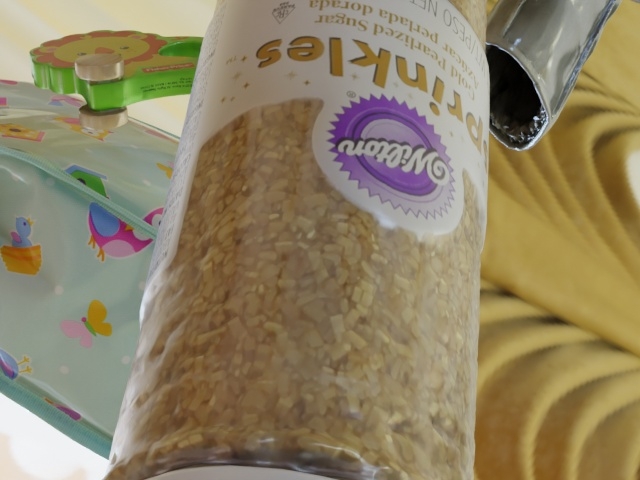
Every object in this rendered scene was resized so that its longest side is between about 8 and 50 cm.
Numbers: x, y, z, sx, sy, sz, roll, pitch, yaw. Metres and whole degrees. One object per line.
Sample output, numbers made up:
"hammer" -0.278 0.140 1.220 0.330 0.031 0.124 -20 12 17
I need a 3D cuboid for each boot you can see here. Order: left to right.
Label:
"boot" 0.168 -0.143 0.813 0.076 0.190 0.209 9 -115 31

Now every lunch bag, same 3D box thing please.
"lunch bag" -0.152 0.000 0.785 0.160 0.262 0.223 -57 -168 15

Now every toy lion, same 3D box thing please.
"toy lion" -0.093 -0.088 0.651 0.096 0.100 0.034 -131 -144 -59

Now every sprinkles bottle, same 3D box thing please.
"sprinkles bottle" 0.000 0.000 0.461 0.121 0.121 0.355 -38 -147 39
